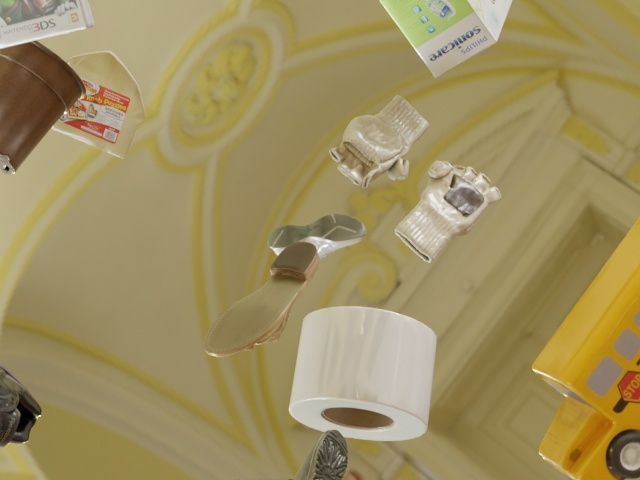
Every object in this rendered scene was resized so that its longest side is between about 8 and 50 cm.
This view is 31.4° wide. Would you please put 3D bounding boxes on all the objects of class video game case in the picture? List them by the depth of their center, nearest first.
[{"bbox_3d":[-0.378,-0.341,1.408,0.022,0.173,0.190,-38,-63,-61],"label":"video game case"}]

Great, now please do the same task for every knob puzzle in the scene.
[{"bbox_3d":[-0.410,-0.267,2.093,0.030,0.213,0.213,-75,7,-58],"label":"knob puzzle"}]

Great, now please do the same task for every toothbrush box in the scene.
[{"bbox_3d":[0.163,-0.428,1.763,0.122,0.283,0.206,-28,19,30],"label":"toothbrush box"}]

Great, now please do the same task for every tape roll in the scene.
[{"bbox_3d":[0.076,0.236,1.997,0.246,0.246,0.169,74,-157,-64],"label":"tape roll"}]

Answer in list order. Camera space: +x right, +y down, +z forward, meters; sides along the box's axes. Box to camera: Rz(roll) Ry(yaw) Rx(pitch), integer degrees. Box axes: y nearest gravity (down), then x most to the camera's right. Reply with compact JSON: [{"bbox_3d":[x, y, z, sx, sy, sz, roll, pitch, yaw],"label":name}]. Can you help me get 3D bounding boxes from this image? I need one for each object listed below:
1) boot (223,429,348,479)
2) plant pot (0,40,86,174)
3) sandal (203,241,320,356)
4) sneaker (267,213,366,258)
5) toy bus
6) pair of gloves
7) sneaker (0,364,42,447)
[{"bbox_3d":[-0.071,0.388,1.803,0.208,0.076,0.190,-17,31,39],"label":"boot"},{"bbox_3d":[-0.457,-0.197,1.665,0.165,0.167,0.167,-61,-18,-19],"label":"plant pot"},{"bbox_3d":[-0.068,0.107,1.618,0.240,0.088,0.079,-50,-41,-35],"label":"sandal"},{"bbox_3d":[0.000,0.000,1.731,0.061,0.152,0.054,60,-153,-48],"label":"sneaker"},{"bbox_3d":[0.336,0.097,1.183,0.333,0.130,0.108,-53,11,-4],"label":"toy bus"},{"bbox_3d":[0.141,-0.103,1.698,0.204,0.240,0.042,-35,-9,-40],"label":"pair of gloves"},{"bbox_3d":[-0.364,0.154,1.142,0.107,0.124,0.283,-60,-12,-2],"label":"sneaker"}]
